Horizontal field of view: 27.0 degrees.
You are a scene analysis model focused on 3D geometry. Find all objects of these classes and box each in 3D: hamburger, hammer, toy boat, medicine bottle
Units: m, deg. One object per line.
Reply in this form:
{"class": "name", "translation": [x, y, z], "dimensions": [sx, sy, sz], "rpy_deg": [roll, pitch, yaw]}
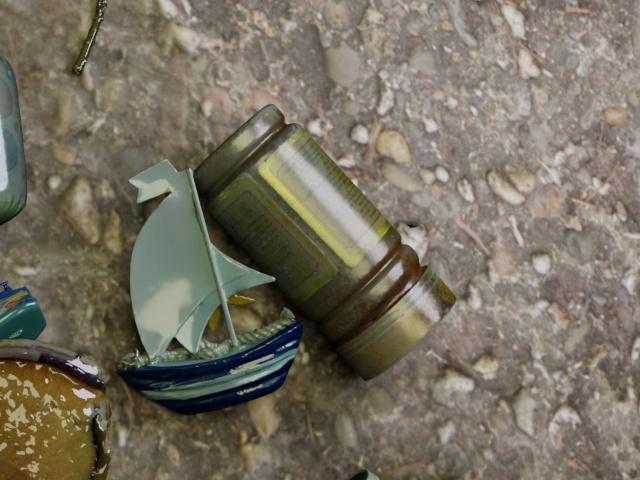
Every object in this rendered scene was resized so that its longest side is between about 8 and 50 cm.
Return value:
{"class": "hamburger", "translation": [-0.351, 0.249, 1.341], "dimensions": [0.277, 0.195, 0.317], "rpy_deg": [18, 85, -20]}
{"class": "hammer", "translation": [-0.496, -0.104, 1.459], "dimensions": [0.336, 0.119, 0.206], "rpy_deg": [-4, 78, -14]}
{"class": "toy boat", "translation": [-0.399, 0.100, 1.462], "dimensions": [0.175, 0.091, 0.110], "rpy_deg": [-37, 57, -21]}
{"class": "toy boat", "translation": [-0.146, 0.051, 1.521], "dimensions": [0.221, 0.067, 0.291], "rpy_deg": [-16, 100, -3]}
{"class": "medicine bottle", "translation": [0.000, 0.000, 1.583], "dimensions": [0.322, 0.151, 0.151], "rpy_deg": [48, 66, -4]}

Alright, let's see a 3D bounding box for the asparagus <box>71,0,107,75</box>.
{"class": "asparagus", "translation": [-0.278, -0.251, 1.619], "dimensions": [0.014, 0.015, 0.114], "rpy_deg": [9, 68, 18]}

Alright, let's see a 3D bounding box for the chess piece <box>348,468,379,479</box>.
{"class": "chess piece", "translation": [0.091, 0.338, 1.587], "dimensions": [0.149, 0.059, 0.059], "rpy_deg": [41, 67, -12]}
